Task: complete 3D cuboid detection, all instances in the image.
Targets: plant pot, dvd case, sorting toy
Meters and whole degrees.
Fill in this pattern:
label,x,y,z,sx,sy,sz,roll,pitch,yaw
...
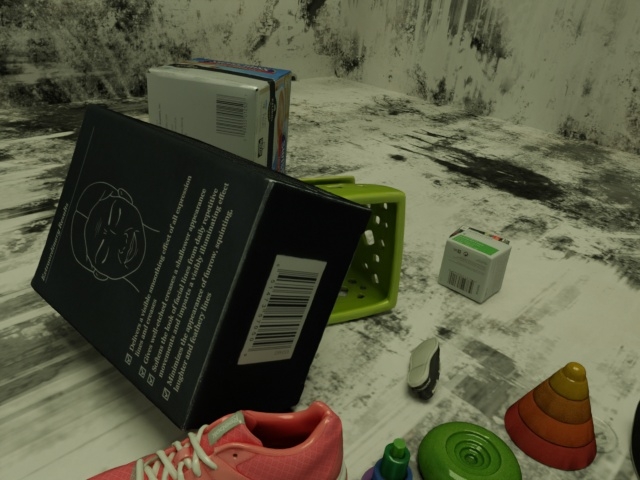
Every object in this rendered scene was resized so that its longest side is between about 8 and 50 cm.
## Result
label,x,y,z,sx,sy,sz,roll,pitch,yaw
plant pot,0.000,0.000,0.938,0.227,0.228,0.207,-7,24,-22
dvd case,0.375,0.000,1.228,0.119,0.013,0.087,23,32,28
sorting toy,0.212,0.230,0.635,0.366,0.126,0.127,-8,31,-27

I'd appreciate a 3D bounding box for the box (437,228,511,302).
label,x,y,z,sx,sy,sz,roll,pitch,yaw
box,0.303,0.048,1.025,0.101,0.101,0.087,27,32,37

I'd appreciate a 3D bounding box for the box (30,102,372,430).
label,x,y,z,sx,sy,sz,roll,pitch,yaw
box,-0.181,0.015,0.726,0.396,0.293,0.212,26,9,35

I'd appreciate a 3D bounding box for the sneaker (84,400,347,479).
label,x,y,z,sx,sy,sz,roll,pitch,yaw
sneaker,-0.119,0.235,0.548,0.314,0.136,0.116,-5,28,-20

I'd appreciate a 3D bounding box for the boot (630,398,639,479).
label,x,y,z,sx,sy,sz,roll,pitch,yaw
boot,0.487,0.290,0.619,0.176,0.088,0.244,12,36,11

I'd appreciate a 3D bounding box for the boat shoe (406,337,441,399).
label,x,y,z,sx,sy,sz,roll,pitch,yaw
boat shoe,0.163,0.192,0.791,0.046,0.038,0.125,-30,9,25

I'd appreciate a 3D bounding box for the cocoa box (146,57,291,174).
label,x,y,z,sx,sy,sz,roll,pitch,yaw
cocoa box,-0.208,-0.192,1.119,0.232,0.347,0.228,11,28,10
